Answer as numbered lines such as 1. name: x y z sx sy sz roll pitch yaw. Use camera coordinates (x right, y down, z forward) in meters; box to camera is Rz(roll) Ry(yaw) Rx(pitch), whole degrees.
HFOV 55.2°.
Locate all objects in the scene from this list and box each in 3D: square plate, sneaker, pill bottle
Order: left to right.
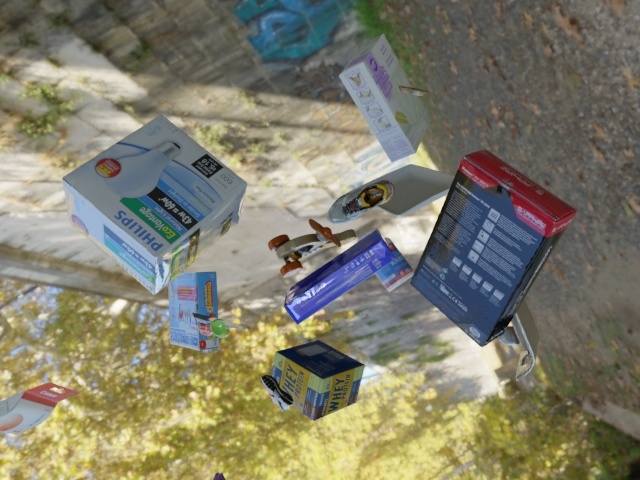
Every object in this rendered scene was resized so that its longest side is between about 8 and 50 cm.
1. sneaker: -0.118 0.393 1.571 0.109 0.043 0.040 45 -142 22
2. sneaker: 0.116 -0.120 1.873 0.088 0.225 0.093 61 -163 2
3. pill bottle: 0.235 0.067 2.255 0.221 0.124 0.124 54 -173 8
4. square plate: 0.330 -0.191 2.379 0.344 0.347 0.049 29 139 53

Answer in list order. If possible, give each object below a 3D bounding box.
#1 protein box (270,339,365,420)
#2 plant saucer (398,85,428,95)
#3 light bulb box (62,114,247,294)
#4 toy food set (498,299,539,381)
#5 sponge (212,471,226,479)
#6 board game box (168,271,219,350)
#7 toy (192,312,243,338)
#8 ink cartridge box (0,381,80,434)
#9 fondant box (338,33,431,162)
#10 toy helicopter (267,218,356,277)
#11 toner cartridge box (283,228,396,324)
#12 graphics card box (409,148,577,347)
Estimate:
1. protein box: -0.013 0.417 1.858 0.200 0.135 0.201 22 -163 37
2. plant saucer: 0.254 -0.410 1.682 0.083 0.084 0.015 -92 12 -72
3. light bulb box: -0.469 -0.108 1.760 0.358 0.361 0.225 38 146 10
4. toy food set: 0.438 0.162 1.485 0.306 0.092 0.220 67 -157 3
5. sponge: -0.381 0.963 2.228 0.210 0.031 0.117 -67 -39 -66
6. board game box: -0.518 0.278 2.479 0.308 0.086 0.301 -4 87 55
7. toy: -0.305 0.250 1.760 0.237 0.137 0.056 158 127 -74
8. ink cartridge box: -0.673 0.395 1.430 0.145 0.179 0.045 69 -179 -64
9. fondant box: 0.212 -0.447 1.928 0.330 0.096 0.238 54 -141 -22
10. toy helicopter: 0.000 0.000 2.227 0.355 0.235 0.140 -12 -111 -39
11. toner cartridge box: 0.054 0.105 1.823 0.075 0.348 0.165 55 -173 -9
12. graphics card box: 0.347 0.022 1.294 0.233 0.094 0.370 42 136 30
